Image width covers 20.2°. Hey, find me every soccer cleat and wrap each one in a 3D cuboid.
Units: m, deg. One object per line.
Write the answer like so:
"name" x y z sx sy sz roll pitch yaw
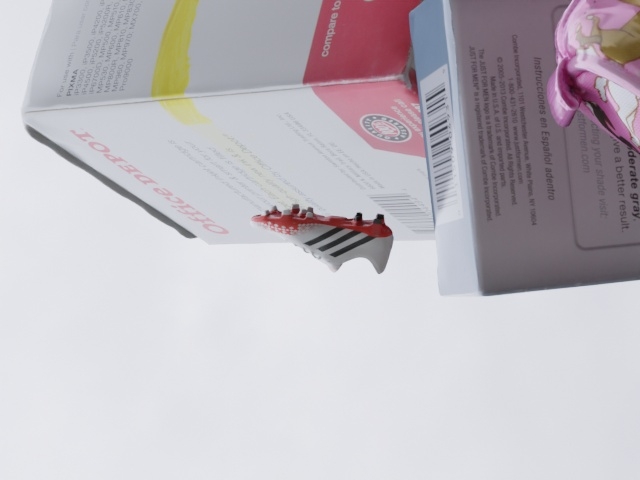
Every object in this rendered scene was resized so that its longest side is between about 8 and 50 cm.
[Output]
"soccer cleat" 0.000 0.000 1.016 0.029 0.083 0.036 -42 -44 -74

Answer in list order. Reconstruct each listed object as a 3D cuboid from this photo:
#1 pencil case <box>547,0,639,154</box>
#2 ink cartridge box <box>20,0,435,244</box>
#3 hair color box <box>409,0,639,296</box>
"pencil case" 0.272 -0.192 0.898 0.160 0.167 0.386 31 -89 -48
"ink cartridge box" -0.010 -0.121 1.482 0.279 0.384 0.160 37 -121 -49
"hair color box" 0.255 -0.075 1.105 0.374 0.113 0.185 -6 -91 -9
